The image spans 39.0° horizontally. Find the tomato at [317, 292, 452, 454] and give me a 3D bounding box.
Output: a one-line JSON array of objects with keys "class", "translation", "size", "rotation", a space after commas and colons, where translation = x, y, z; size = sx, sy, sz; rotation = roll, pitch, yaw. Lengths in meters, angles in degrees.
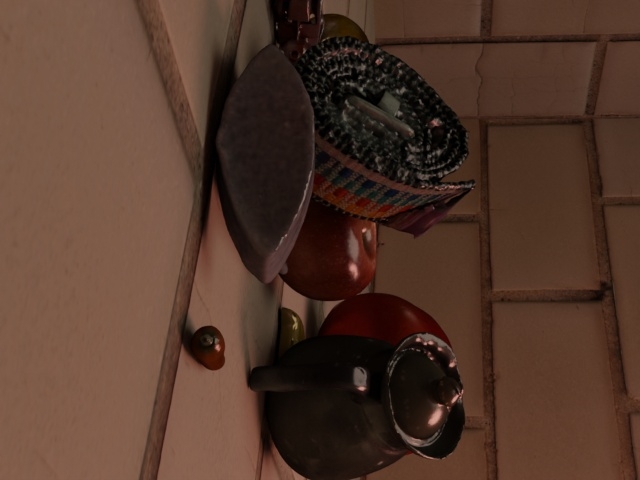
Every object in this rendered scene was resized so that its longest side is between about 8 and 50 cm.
[{"class": "tomato", "translation": [0.129, 0.271, 1.859], "size": [0.293, 0.290, 0.325], "rotation": [41, 29, -40]}]

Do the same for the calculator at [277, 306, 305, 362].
[{"class": "calculator", "translation": [-0.044, 0.216, 1.521], "size": [0.236, 0.033, 0.157], "rotation": [83, 9, -60]}]

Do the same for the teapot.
[{"class": "teapot", "translation": [0.063, 0.208, 1.305], "size": [0.305, 0.285, 0.223], "rotation": [50, 46, -25]}]

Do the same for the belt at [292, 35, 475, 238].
[{"class": "belt", "translation": [0.059, -0.145, 1.271], "size": [0.160, 0.295, 0.206], "rotation": [-35, -141, 51]}]

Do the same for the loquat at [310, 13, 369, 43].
[{"class": "loquat", "translation": [0.015, -0.305, 1.523], "size": [0.195, 0.152, 0.152], "rotation": [74, 17, -87]}]

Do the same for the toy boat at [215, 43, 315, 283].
[{"class": "toy boat", "translation": [-0.068, -0.091, 1.074], "size": [0.293, 0.111, 0.276], "rotation": [-172, -97, -84]}]

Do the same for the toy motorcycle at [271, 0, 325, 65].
[{"class": "toy motorcycle", "translation": [-0.034, -0.332, 1.358], "size": [0.118, 0.084, 0.212], "rotation": [114, -18, -86]}]

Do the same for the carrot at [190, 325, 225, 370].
[{"class": "carrot", "translation": [-0.113, 0.115, 0.936], "size": [0.142, 0.035, 0.035], "rotation": [94, -1, -71]}]

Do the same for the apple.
[{"class": "apple", "translation": [0.000, 0.000, 1.380], "size": [0.201, 0.162, 0.201], "rotation": [-5, 90, -73]}]
